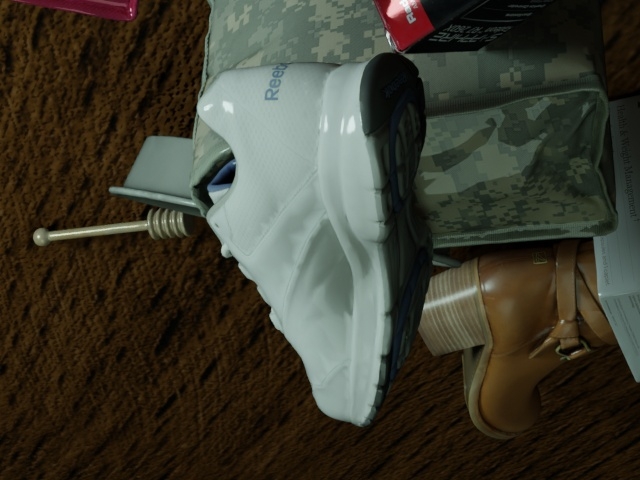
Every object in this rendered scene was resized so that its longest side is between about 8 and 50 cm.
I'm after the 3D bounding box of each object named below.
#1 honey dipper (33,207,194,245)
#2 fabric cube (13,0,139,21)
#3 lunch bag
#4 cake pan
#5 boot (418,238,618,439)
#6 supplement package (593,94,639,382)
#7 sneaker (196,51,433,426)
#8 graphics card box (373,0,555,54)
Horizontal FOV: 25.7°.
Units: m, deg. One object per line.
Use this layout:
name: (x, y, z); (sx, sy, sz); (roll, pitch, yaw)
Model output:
honey dipper: (-0.198, -0.012, 1.323); (0.160, 0.030, 0.030); (-5, 145, 16)
fabric cube: (-0.183, -0.307, 0.694); (0.254, 0.258, 0.259); (11, 144, -11)
lunch bag: (0.053, -0.119, 0.972); (0.287, 0.235, 0.169); (-5, 141, 11)
cake pan: (-0.024, -0.032, 1.143); (0.293, 0.054, 0.293); (12, 179, 0)
boot: (0.238, 0.094, 1.408); (0.220, 0.109, 0.283); (-17, 134, 18)
supplement package: (0.333, -0.016, 1.144); (0.203, 0.194, 0.149); (-12, 144, 18)
sneaker: (0.000, 0.000, 0.875); (0.129, 0.111, 0.297); (10, 134, 16)
graphics card box: (0.152, -0.283, 0.735); (0.371, 0.233, 0.094); (-31, 167, 37)
